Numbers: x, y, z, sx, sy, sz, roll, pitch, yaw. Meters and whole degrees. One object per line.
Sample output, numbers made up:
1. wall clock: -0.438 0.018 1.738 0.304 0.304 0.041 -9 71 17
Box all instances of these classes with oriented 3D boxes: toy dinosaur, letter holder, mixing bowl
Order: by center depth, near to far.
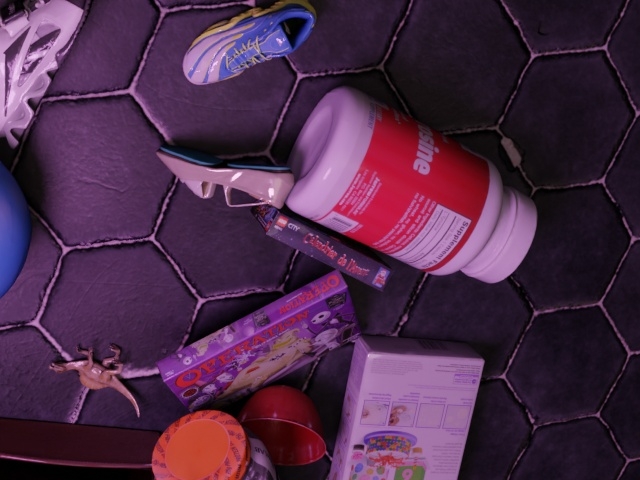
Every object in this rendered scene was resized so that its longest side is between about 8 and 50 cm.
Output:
1. letter holder: -0.432 0.434 1.530 0.301 0.214 0.152 9 104 -16
2. toy dinosaur: -0.385 0.236 1.581 0.183 0.053 0.093 29 113 -13
3. mixing bowl: -0.075 0.331 1.635 0.181 0.098 0.181 4 141 3

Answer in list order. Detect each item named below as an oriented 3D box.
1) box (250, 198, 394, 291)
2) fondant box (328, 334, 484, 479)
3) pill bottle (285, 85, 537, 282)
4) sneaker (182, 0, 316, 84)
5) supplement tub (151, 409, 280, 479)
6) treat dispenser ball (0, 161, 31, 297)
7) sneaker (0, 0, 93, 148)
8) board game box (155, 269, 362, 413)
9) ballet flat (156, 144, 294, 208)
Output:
1. box: 0.000 0.000 1.539 0.233 0.159 0.044 27 98 -19
2. fondant box: 0.162 0.357 1.722 0.238 0.096 0.331 6 104 -16
3. pill bottle: 0.159 -0.080 1.518 0.407 0.229 0.229 24 99 -20
4. sneaker: -0.112 -0.324 1.431 0.240 0.126 0.091 -31 111 -4
5. supplement tub: -0.165 0.462 1.559 0.207 0.207 0.338 -22 133 -7
6. treat dispenser ball: -0.582 -0.016 1.319 0.288 0.288 0.288 -4 107 -13
7. sneaker: -0.454 -0.313 1.350 0.146 0.122 0.331 29 97 -22
8. board game box: -0.098 0.190 1.572 0.346 0.056 0.208 -27 145 -5
9. ballet flat: -0.163 -0.100 1.460 0.248 0.086 0.086 12 106 19
